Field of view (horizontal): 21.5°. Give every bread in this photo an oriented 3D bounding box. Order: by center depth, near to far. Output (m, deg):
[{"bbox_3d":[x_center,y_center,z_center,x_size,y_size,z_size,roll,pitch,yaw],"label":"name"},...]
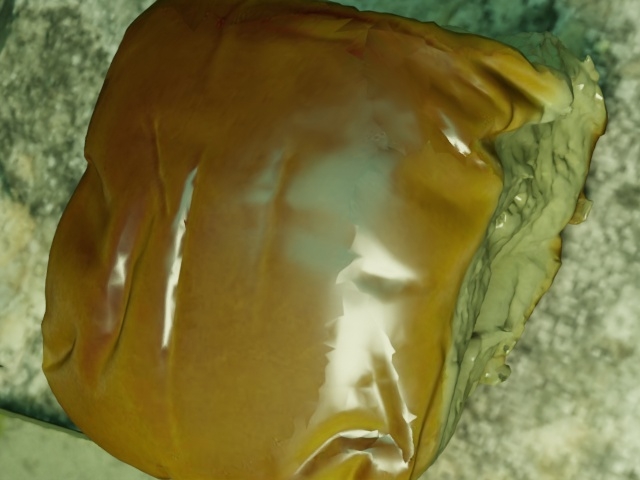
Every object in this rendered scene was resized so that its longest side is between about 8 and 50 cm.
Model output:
[{"bbox_3d":[0.000,0.000,0.889,0.250,0.225,0.279,13,86,28],"label":"bread"}]

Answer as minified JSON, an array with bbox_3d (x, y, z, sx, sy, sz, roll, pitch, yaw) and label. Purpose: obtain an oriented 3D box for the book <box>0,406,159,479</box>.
[{"bbox_3d":[-0.217,0.222,1.035,0.352,0.035,0.239,13,85,27],"label":"book"}]
